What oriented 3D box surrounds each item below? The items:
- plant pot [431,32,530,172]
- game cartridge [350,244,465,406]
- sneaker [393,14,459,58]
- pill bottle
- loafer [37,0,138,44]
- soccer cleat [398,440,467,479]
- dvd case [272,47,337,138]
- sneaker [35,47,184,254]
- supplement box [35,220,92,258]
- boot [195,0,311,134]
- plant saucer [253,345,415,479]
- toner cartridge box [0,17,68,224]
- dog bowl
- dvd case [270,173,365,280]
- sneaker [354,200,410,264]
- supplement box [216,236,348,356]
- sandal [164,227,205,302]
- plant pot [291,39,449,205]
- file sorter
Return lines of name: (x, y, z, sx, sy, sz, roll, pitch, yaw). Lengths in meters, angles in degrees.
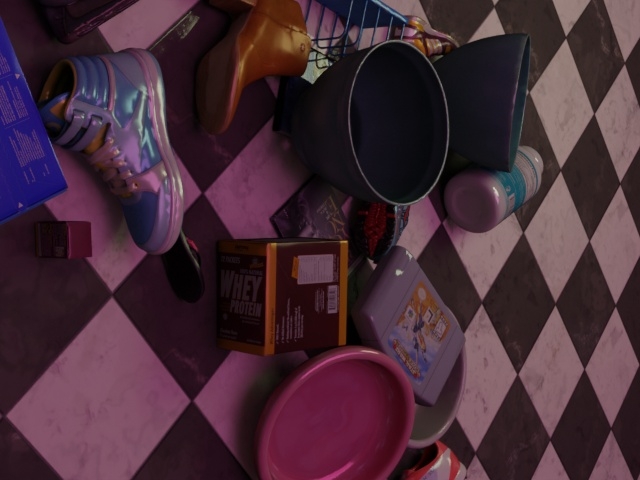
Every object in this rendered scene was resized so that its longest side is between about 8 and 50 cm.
plant pot: (0.326, -0.298, 2.107, 0.290, 0.196, 0.290, 8, 90, -75)
game cartridge: (0.173, 0.180, 1.932, 0.297, 0.062, 0.198, 54, 49, -33)
sneaker: (0.222, -0.410, 2.121, 0.186, 0.070, 0.083, 19, 85, -40)
pill bottle: (0.404, -0.129, 2.263, 0.264, 0.146, 0.146, -33, 114, -43)
loafer: (-0.302, -0.398, 1.523, 0.302, 0.109, 0.095, -38, 137, -34)
soccer cleat: (0.186, 0.549, 2.081, 0.116, 0.109, 0.318, 53, 53, -9)
dvd case: (0.013, -0.260, 1.917, 0.253, 0.022, 0.180, 18, 77, -46)
sneaker: (-0.324, -0.126, 1.473, 0.208, 0.127, 0.318, -10, 89, -49)
supplement box: (-0.373, -0.002, 1.446, 0.043, 0.083, 0.054, -4, 95, -48)
boot: (-0.104, -0.306, 1.726, 0.211, 0.104, 0.295, 13, 77, -47)
plant saucer: (0.017, 0.339, 1.822, 0.332, 0.084, 0.332, -12, 113, -29)
toner cartridge box: (-0.480, -0.193, 1.330, 0.165, 0.075, 0.347, -34, 115, -41)
dog bowl: (0.178, 0.268, 2.052, 0.349, 0.102, 0.348, -2, 92, -49)
dvd case: (0.000, 0.000, 1.910, 0.164, 0.018, 0.221, -48, 124, -36)
sneaker: (0.134, -0.078, 2.015, 0.125, 0.104, 0.261, 57, 51, -69)
supplement box: (-0.066, 0.093, 1.744, 0.194, 0.129, 0.191, -1, 94, -44)
sandal: (-0.225, 0.017, 1.629, 0.040, 0.067, 0.179, -38, 116, -54)
plant pot: (0.073, -0.208, 1.820, 0.293, 0.196, 0.292, -1, 92, -48)
file sorter: (0.065, -0.402, 1.902, 0.170, 0.118, 0.104, 19, 79, -47)
